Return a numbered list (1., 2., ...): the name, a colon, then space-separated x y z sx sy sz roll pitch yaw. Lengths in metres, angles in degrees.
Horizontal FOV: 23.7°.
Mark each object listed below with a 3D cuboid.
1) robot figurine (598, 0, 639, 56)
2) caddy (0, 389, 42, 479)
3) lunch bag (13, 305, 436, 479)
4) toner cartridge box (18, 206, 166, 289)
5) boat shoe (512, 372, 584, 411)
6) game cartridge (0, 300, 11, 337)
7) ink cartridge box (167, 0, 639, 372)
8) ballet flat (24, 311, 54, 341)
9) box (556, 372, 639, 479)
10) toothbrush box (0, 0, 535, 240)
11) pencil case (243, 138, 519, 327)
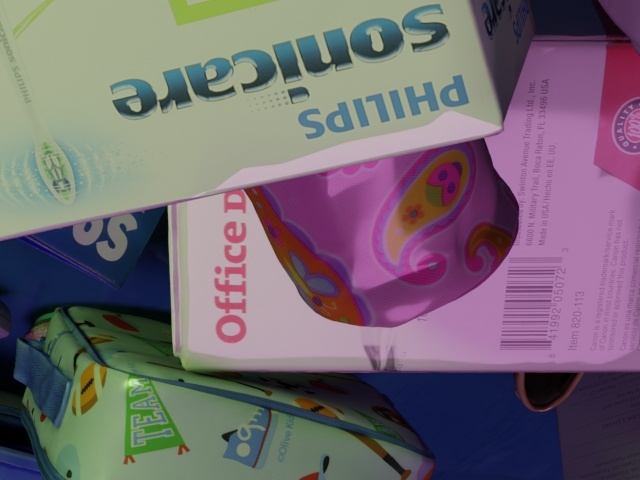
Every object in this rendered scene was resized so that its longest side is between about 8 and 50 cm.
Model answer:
1. robot figurine: 0.198 -0.183 0.558 0.300 0.200 0.353 20 157 15
2. caddy: -0.308 0.226 1.394 0.241 0.179 0.341 6 166 47
3. lunch bag: -0.076 0.124 0.979 0.243 0.115 0.303 15 180 -17
4. toner cartridge box: -0.240 -0.091 0.777 0.165 0.075 0.348 21 170 37
5. boat shoe: 0.194 0.039 1.132 0.104 0.089 0.285 0 153 -2
6. game cartridge: -0.415 0.052 1.167 0.297 0.062 0.198 -11 148 17
7. ink cartridge box: 0.060 -0.040 0.844 0.283 0.117 0.207 0 120 -3
8. ballet flat: -0.102 0.138 1.297 0.316 0.106 0.107 13 150 -27
9. box: 0.341 0.262 1.307 0.168 0.345 0.215 -24 145 38
10. toothbrush box: -0.064 -0.162 0.507 0.206 0.122 0.283 -11 112 17
11. pencil case: -0.010 -0.098 0.677 0.124 0.124 0.284 -15 119 25
